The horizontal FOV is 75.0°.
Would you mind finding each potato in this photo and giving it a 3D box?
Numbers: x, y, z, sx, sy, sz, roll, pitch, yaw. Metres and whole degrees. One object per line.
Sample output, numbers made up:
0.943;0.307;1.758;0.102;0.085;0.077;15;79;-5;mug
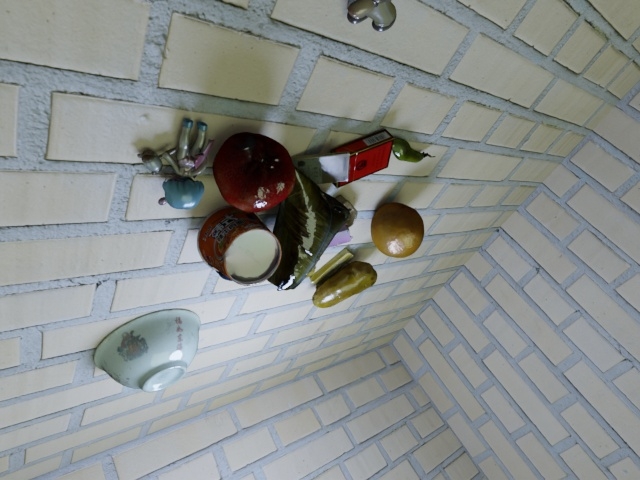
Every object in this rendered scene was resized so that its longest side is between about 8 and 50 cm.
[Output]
0.120;0.229;2.163;0.369;0.176;0.195;-29;-168;-10;potato

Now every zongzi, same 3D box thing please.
-0.110;-0.027;1.441;0.403;0.208;0.432;-57;156;-1;zongzi

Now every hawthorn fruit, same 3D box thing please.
-0.213;-0.179;1.213;0.266;0.230;0.210;-34;-164;43;hawthorn fruit

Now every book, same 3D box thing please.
0.000;-0.246;1.447;0.199;0.016;0.138;-6;145;-4;book

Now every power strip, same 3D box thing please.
0.000;0.000;1.791;0.279;0.037;0.109;-16;150;-1;power strip

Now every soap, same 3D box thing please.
0.058;0.139;2.134;0.252;0.037;0.092;-40;150;9;soap

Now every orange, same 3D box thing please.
0.357;-0.045;1.946;0.264;0.264;0.264;-26;150;-17;orange

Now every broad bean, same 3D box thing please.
0.359;-0.358;1.699;0.325;0.067;0.075;-1;137;-53;broad bean

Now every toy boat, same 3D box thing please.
0.090;-0.115;1.768;0.116;0.061;0.188;-39;151;4;toy boat

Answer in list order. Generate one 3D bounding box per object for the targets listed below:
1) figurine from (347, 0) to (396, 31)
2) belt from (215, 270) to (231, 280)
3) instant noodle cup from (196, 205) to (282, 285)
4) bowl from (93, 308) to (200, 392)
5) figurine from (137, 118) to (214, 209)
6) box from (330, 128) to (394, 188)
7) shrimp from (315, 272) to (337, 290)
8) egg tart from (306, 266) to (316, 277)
0.120;-0.626;0.904;0.203;0.248;0.380;-37;165;-8;figurine
-0.283;0.070;1.583;0.218;0.122;0.128;-3;135;-43;belt
-0.256;0.023;1.377;0.251;0.192;0.250;-13;116;-30;instant noodle cup
-0.670;0.491;1.718;0.435;0.196;0.434;-27;150;-17;bowl
-0.375;-0.196;1.115;0.205;0.103;0.260;-7;130;-44;figurine
0.149;-0.302;1.544;0.240;0.074;0.153;-24;153;-18;box
0.103;0.229;2.294;0.294;0.062;0.154;-8;135;-37;shrimp
-0.134;0.103;1.765;0.241;0.105;0.241;1;159;0;egg tart
